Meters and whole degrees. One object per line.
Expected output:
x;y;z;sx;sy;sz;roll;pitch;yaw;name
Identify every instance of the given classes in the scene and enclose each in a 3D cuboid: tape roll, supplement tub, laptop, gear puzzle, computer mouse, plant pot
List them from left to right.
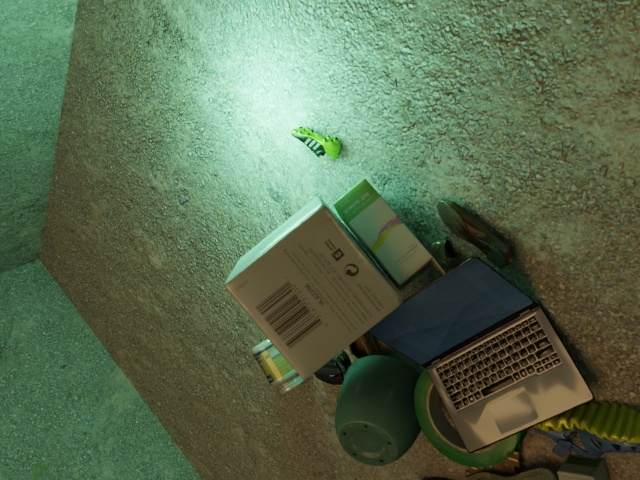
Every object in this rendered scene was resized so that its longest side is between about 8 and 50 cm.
-0.149;0.452;2.331;0.144;0.144;0.199;-37;83;47;supplement tub
0.024;0.428;2.168;0.262;0.060;0.184;13;128;53;computer mouse
0.177;0.540;1.936;0.293;0.235;0.293;11;123;18;plant pot
0.424;0.473;1.785;0.321;0.077;0.321;5;98;36;tape roll
0.388;0.307;1.599;0.382;0.236;0.408;-38;67;31;laptop
0.510;0.603;1.855;0.175;0.044;0.339;7;116;35;gear puzzle

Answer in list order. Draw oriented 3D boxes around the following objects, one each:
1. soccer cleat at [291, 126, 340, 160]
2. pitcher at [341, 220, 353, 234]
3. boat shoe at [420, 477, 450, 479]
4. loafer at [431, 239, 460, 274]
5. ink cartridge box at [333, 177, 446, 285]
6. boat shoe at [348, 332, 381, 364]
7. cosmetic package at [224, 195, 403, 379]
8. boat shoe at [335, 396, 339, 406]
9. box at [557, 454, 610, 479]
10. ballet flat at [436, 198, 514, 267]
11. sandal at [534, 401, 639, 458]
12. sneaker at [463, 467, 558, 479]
-0.019;-0.291;1.895;0.179;0.060;0.072;25;127;30;soccer cleat
0.000;0.000;1.993;0.207;0.125;0.177;22;106;22;pitcher
0.430;0.849;2.003;0.342;0.123;0.123;-10;102;39;boat shoe
0.356;0.061;1.716;0.148;0.056;0.050;58;143;4;loafer
0.195;0.017;1.729;0.353;0.119;0.207;51;180;12;ink cartridge box
0.129;0.351;2.055;0.105;0.089;0.285;1;111;43;boat shoe
-0.023;0.107;1.735;0.327;0.393;0.329;-40;97;3;cosmetic package
0.079;0.630;2.276;0.043;0.049;0.137;13;116;43;boat shoe
0.696;0.634;1.657;0.101;0.087;0.102;-9;104;45;box
0.404;-0.027;1.634;0.250;0.058;0.084;44;156;27;ballet flat
0.683;0.487;1.584;0.317;0.126;0.138;-9;109;54;sandal
0.538;0.751;1.792;0.350;0.131;0.148;-26;102;46;sneaker
